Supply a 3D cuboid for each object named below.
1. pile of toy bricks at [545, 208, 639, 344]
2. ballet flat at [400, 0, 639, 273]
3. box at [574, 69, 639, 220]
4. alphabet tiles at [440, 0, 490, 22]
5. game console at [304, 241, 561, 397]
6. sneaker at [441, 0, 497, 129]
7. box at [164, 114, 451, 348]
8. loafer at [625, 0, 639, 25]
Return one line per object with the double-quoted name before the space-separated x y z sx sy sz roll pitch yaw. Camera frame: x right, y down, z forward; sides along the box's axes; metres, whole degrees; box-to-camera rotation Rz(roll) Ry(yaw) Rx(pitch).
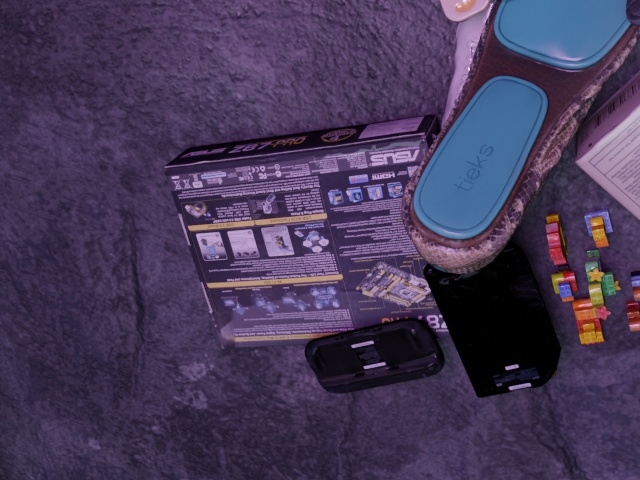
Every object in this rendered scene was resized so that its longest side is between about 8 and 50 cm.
"pile of toy bricks" 0.374 0.064 1.099 0.118 0.105 0.212 -12 113 23
"ballet flat" 0.246 -0.173 0.942 0.164 0.182 0.483 28 83 20
"box" 0.473 -0.062 0.990 0.311 0.121 0.148 41 121 -6
"alphabet tiles" 0.170 -0.400 0.898 0.284 0.021 0.278 -21 84 26
"game console" 0.142 0.137 1.151 0.361 0.044 0.213 -16 112 23
"sneaker" 0.196 -0.203 1.020 0.080 0.094 0.212 14 120 12
"box" 0.000 0.000 1.194 0.394 0.097 0.318 -6 114 20
"loafer" 0.402 -0.325 0.828 0.084 0.096 0.268 26 85 -18
